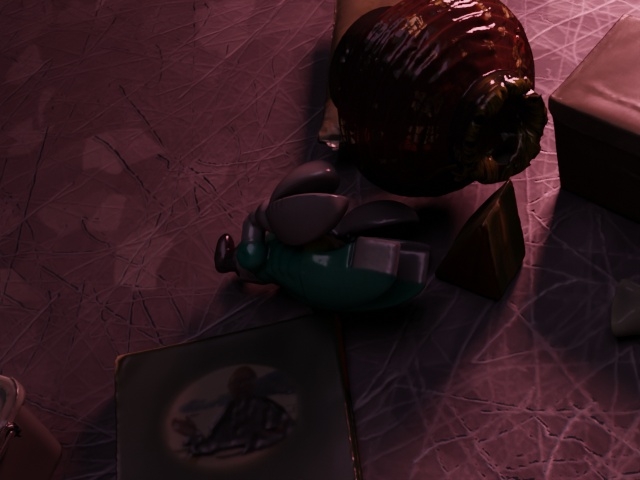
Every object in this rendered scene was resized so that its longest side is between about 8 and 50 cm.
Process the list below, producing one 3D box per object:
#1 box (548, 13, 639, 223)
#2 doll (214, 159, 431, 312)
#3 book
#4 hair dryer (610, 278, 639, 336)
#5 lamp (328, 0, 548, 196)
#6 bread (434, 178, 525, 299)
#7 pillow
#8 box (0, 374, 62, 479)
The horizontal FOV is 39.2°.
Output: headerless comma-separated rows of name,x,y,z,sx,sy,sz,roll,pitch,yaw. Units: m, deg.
box,0.378,-0.102,0.933,0.231,0.149,0.155,31,70,35
doll,-0.007,-0.002,0.971,0.258,0.195,0.153,5,85,14
book,-0.085,0.257,0.903,0.260,0.043,0.371,-12,53,7
hair dryer,0.361,0.149,0.823,0.206,0.075,0.237,3,64,30
lamp,0.129,-0.156,0.967,0.246,0.247,0.247,-10,52,13
bread,0.160,-0.011,0.948,0.084,0.139,0.074,22,66,31
pillow,0.099,-0.233,1.175,0.184,0.075,0.303,1,56,9
box,-0.410,0.229,0.977,0.243,0.135,0.163,8,57,25
